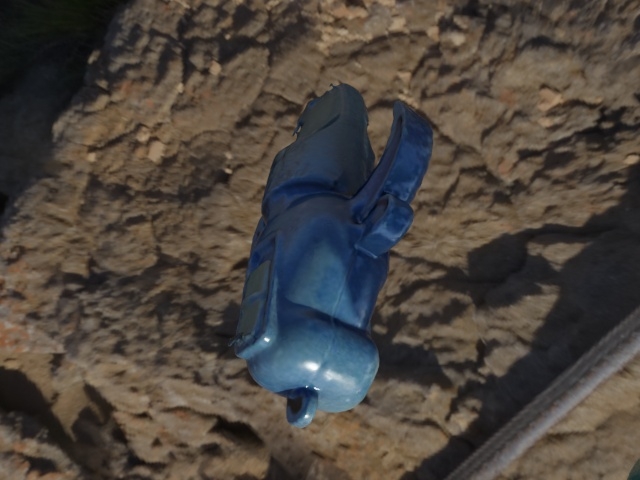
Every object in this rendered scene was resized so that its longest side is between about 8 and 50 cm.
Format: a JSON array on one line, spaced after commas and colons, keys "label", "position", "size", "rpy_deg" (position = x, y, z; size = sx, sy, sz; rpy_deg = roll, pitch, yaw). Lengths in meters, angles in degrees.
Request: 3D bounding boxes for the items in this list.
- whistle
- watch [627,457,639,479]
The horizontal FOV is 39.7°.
[{"label": "whistle", "position": [0.000, 0.000, 0.592], "size": [0.093, 0.180, 0.269], "rpy_deg": [29, 49, -23]}, {"label": "watch", "position": [0.299, 0.235, 0.643], "size": [0.068, 0.237, 0.195], "rpy_deg": [-31, 61, 34]}]
